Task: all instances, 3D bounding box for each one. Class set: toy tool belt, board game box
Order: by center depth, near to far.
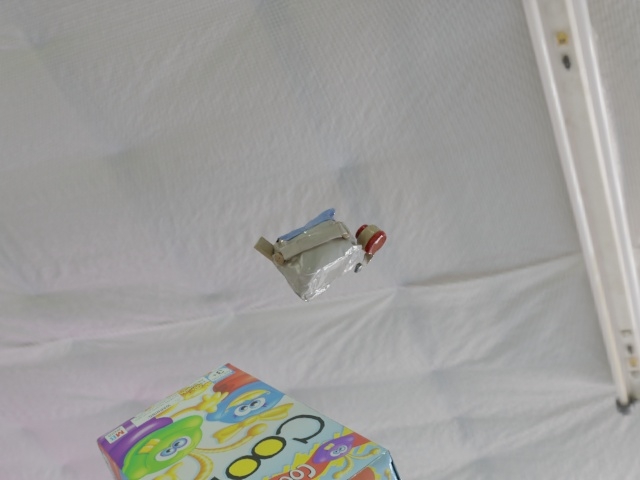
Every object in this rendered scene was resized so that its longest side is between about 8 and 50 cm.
[{"bbox_3d":[0.000,0.000,0.555,0.051,0.083,0.052,42,-40,24],"label":"toy tool belt"},{"bbox_3d":[-0.053,0.217,0.646,0.275,0.142,0.144,8,-57,61],"label":"board game box"}]
